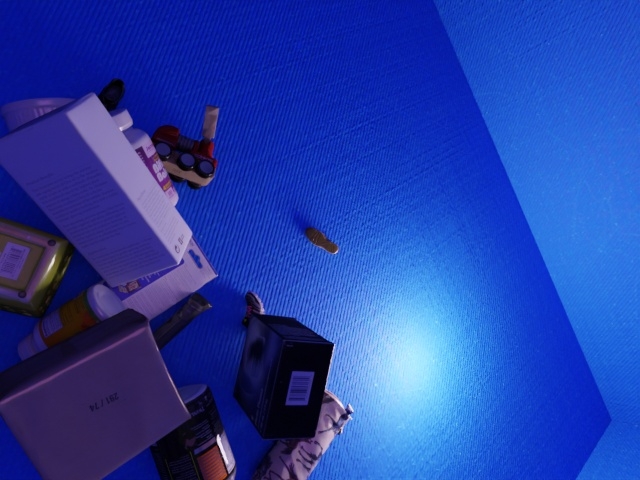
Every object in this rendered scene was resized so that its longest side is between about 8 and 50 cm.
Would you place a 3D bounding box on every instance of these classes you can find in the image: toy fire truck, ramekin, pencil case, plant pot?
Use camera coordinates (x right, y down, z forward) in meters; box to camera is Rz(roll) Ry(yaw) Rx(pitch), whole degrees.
[{"bbox_3d":[-0.436,-0.329,1.429,0.217,0.159,0.246,21,59,-27],"label":"toy fire truck"},{"bbox_3d":[-0.749,-0.315,1.198,0.207,0.207,0.108,-15,100,-32],"label":"ramekin"},{"bbox_3d":[-0.059,0.707,1.469,0.184,0.160,0.410,42,62,-2],"label":"pencil case"},{"bbox_3d":[-0.786,0.064,1.108,0.227,0.207,0.227,24,70,-25],"label":"plant pot"}]

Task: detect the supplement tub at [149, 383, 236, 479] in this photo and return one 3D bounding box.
[{"bbox_3d":[-0.374,0.615,1.266,0.207,0.207,0.337,-18,92,-32],"label":"supplement tub"}]

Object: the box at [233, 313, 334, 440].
[{"bbox_3d":[-0.128,0.414,1.363,0.183,0.294,0.295,12,90,-28],"label":"box"}]

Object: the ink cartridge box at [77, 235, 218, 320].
[{"bbox_3d":[-0.521,0.137,1.338,0.371,0.069,0.175,-35,100,-28],"label":"ink cartridge box"}]

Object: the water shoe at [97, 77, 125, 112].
[{"bbox_3d":[-0.669,-0.414,1.328,0.073,0.080,0.202,27,69,-25],"label":"water shoe"}]

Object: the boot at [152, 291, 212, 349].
[{"bbox_3d":[-0.442,0.260,1.344,0.076,0.189,0.208,39,86,6],"label":"boot"}]

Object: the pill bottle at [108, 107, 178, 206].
[{"bbox_3d":[-0.552,-0.218,1.259,0.169,0.169,0.301,-38,127,-30],"label":"pill bottle"}]

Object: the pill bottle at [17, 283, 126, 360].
[{"bbox_3d":[-0.661,0.237,1.154,0.246,0.136,0.136,-33,101,-1],"label":"pill bottle"}]

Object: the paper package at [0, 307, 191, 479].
[{"bbox_3d":[-0.527,0.377,1.034,0.325,0.168,0.309,-28,112,-31],"label":"paper package"}]

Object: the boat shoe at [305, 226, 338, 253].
[{"bbox_3d":[0.002,-0.001,1.693,0.153,0.048,0.056,31,91,-16],"label":"boat shoe"}]

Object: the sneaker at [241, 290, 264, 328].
[{"bbox_3d":[-0.237,0.261,1.489,0.075,0.063,0.170,-16,95,-38],"label":"sneaker"}]

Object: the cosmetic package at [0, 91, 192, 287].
[{"bbox_3d":[-0.564,-0.114,1.125,0.161,0.230,0.452,-90,159,-55],"label":"cosmetic package"}]
